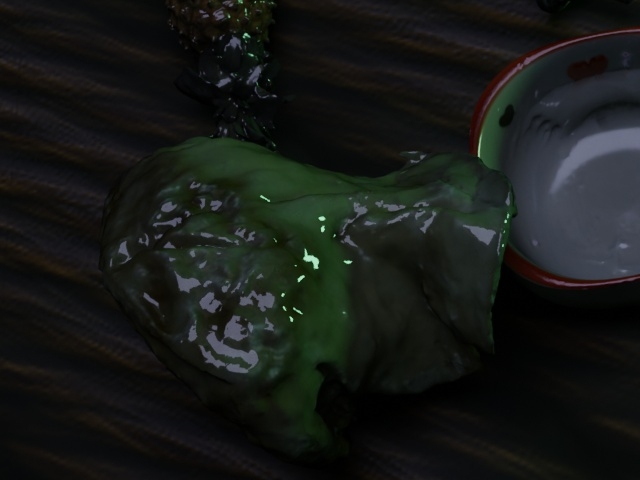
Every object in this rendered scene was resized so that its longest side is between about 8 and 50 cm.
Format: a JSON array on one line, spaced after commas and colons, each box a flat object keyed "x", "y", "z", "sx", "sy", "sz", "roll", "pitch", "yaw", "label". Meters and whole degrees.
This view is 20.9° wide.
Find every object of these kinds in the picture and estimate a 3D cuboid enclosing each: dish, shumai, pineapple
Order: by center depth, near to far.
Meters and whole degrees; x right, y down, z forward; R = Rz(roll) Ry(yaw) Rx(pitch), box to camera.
[{"x": 0.000, "y": 0.000, "z": 1.413, "sx": 0.288, "sy": 0.292, "sz": 0.330, "roll": -45, "pitch": 51, "yaw": 7, "label": "shumai"}, {"x": 0.252, "y": -0.048, "z": 1.459, "sx": 0.256, "sy": 0.117, "sz": 0.256, "roll": -6, "pitch": 63, "yaw": 13, "label": "dish"}, {"x": -0.084, "y": -0.172, "z": 1.623, "sx": 0.125, "sy": 0.125, "sz": 0.251, "roll": -11, "pitch": 69, "yaw": 11, "label": "pineapple"}]

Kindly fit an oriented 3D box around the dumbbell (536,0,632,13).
[{"x": 0.176, "y": -0.268, "z": 1.607, "sx": 0.254, "sy": 0.081, "sz": 0.082, "roll": 24, "pitch": 74, "yaw": 25, "label": "dumbbell"}]
